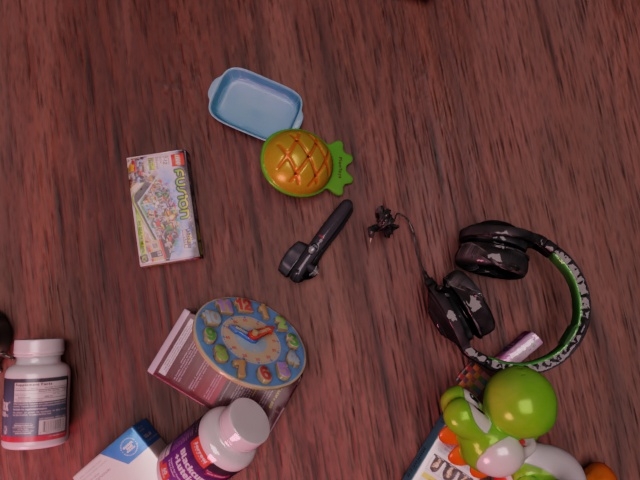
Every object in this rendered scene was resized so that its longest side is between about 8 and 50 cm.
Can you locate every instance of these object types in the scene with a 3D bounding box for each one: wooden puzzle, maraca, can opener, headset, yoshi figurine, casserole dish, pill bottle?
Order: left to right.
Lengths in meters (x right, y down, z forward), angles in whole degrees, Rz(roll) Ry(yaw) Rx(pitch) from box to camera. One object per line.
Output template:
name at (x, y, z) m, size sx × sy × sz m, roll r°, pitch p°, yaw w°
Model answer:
pill bottle at (-0.494, 0.263, 1.032) m, size 0.108 × 0.108 × 0.180 m, roll -1°, pitch 82°, yaw 0°
pill bottle at (-0.172, 0.339, 0.963) m, size 0.193 × 0.108 × 0.108 m, roll -43°, pitch 84°, yaw 26°
casserole dish at (-0.122, -0.253, 1.127) m, size 0.188 × 0.037 × 0.114 m, roll 23°, pitch 84°, yaw 3°
maraca at (-0.023, -0.141, 1.086) m, size 0.185 × 0.099 × 0.127 m, roll 4°, pitch 85°, yaw -25°
can opener at (0.000, 0.000, 1.083) m, size 0.073 × 0.059 × 0.186 m, roll 39°, pitch 85°, yaw 5°
wooden puzzle at (0.278, 0.253, 1.076) m, size 0.049 × 0.006 × 0.083 m, roll 42°, pitch 85°, yaw 5°
headset at (0.265, 0.062, 1.009) m, size 0.394 × 0.185 × 0.243 m, roll 32°, pitch 84°, yaw 15°
yoshi figurine at (0.358, 0.331, 0.931) m, size 0.362 × 0.203 × 0.203 m, roll 40°, pitch 70°, yaw -13°

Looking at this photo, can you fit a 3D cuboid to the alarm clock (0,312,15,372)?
alarm clock at (-0.640, 0.163, 1.068) m, size 0.129 × 0.064 × 0.192 m, roll -33°, pitch 86°, yaw -3°

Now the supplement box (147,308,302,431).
supplement box at (-0.165, 0.234, 1.049) m, size 0.239 × 0.073 × 0.130 m, roll 30°, pitch 85°, yaw 5°

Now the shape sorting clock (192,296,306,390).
shape sorting clock at (-0.117, 0.168, 1.004) m, size 0.206 × 0.206 × 0.040 m, roll 29°, pitch 115°, yaw 4°

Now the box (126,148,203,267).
box at (-0.291, -0.060, 1.105) m, size 0.114 × 0.036 × 0.207 m, roll -10°, pitch 83°, yaw -1°

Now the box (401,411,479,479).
box at (0.215, 0.405, 1.031) m, size 0.100 × 0.060 × 0.244 m, roll 33°, pitch 85°, yaw 4°

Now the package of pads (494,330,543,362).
package of pads at (0.354, 0.198, 1.059) m, size 0.083 × 0.050 × 0.032 m, roll -39°, pitch 84°, yaw -3°

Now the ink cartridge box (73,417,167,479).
ink cartridge box at (-0.294, 0.446, 1.022) m, size 0.134 × 0.078 × 0.231 m, roll -41°, pitch 85°, yaw -4°
